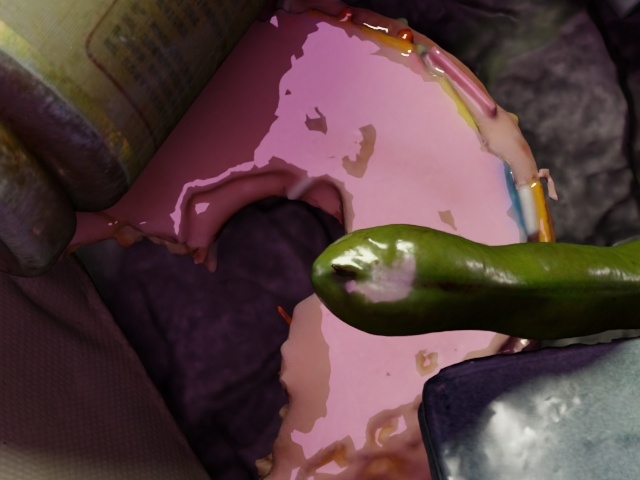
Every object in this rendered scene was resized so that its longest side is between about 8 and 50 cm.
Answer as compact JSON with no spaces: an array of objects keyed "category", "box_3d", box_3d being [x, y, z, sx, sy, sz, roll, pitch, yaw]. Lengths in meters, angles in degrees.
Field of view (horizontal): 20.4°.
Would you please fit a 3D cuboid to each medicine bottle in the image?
[{"category":"medicine bottle","box_3d":[-0.070,-0.152,0.689,0.151,0.151,0.322,33,75,7]}]

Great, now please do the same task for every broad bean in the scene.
[{"category":"broad bean","box_3d":[0.107,0.013,0.695,0.052,0.256,0.052,-53,50,46]}]

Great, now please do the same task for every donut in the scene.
[{"category":"donut","box_3d":[0.000,0.000,0.768,0.199,0.085,0.233,-37,85,8]}]

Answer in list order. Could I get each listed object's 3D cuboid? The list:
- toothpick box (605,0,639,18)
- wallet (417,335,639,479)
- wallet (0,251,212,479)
[{"category":"toothpick box","box_3d":[0.123,-0.142,0.760,0.052,0.052,0.083,-39,85,8]},{"category":"wallet","box_3d":[0.199,0.144,0.652,0.290,0.054,0.251,-6,55,-14]},{"category":"wallet","box_3d":[-0.094,0.138,0.698,0.068,0.275,0.335,-38,78,22]}]
